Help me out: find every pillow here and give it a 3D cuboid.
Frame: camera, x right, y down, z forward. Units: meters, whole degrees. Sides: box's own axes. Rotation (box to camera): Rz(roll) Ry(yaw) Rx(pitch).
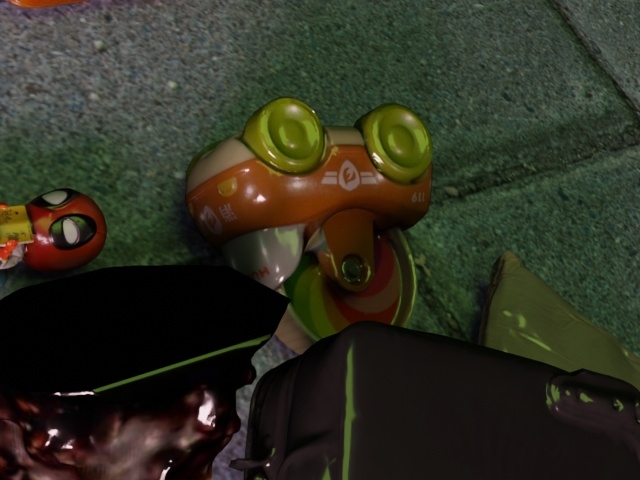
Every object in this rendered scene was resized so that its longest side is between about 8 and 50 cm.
[{"bbox_3d":[0.268,0.143,1.042,0.270,0.067,0.173,32,51,-11],"label":"pillow"}]

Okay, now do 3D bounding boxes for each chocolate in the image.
[{"bbox_3d":[-0.140,0.133,0.742,0.224,0.206,0.177,-14,111,-30],"label":"chocolate"}]

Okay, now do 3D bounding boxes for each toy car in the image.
[{"bbox_3d":[0.000,0.000,0.930,0.235,0.145,0.235,11,69,-31],"label":"toy car"}]

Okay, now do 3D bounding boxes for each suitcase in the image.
[{"bbox_3d":[0.089,0.246,0.717,0.339,0.188,0.345,18,62,-28],"label":"suitcase"}]

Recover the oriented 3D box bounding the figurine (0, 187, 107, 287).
[{"bbox_3d":[-0.224,-0.003,0.807,0.140,0.075,0.068,3,54,-46],"label":"figurine"}]

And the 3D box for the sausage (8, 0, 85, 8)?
[{"bbox_3d":[-0.175,-0.277,1.060,0.348,0.053,0.053,-23,73,-43],"label":"sausage"}]
